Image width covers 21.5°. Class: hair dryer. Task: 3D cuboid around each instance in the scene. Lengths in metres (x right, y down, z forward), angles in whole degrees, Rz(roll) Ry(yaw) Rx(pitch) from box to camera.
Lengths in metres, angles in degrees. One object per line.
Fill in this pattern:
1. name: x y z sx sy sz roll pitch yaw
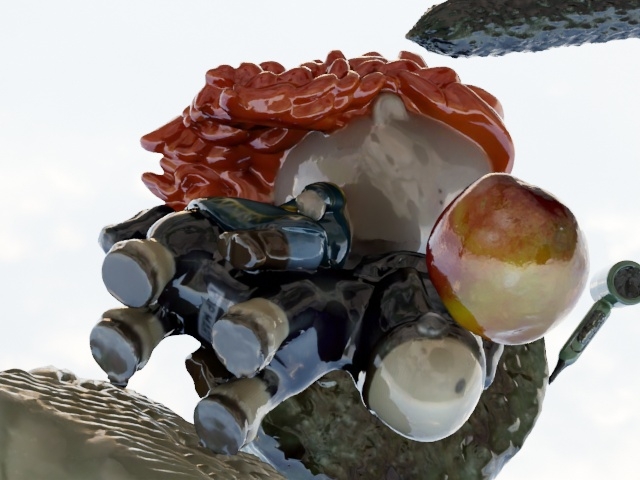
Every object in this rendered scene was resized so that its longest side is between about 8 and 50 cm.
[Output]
1. hair dryer: 0.272 0.087 1.695 0.047 0.150 0.071 36 169 -1

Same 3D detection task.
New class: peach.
1. peach: 0.113 0.010 0.989 0.100 0.101 0.101 9 -149 -5

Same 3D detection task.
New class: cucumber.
1. cucumber: 0.217 -0.217 1.611 0.300 0.072 0.072 -9 -145 -15

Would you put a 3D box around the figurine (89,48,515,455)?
1. figurine: 0.004 0.005 1.219 0.306 0.241 0.412 1 -153 5

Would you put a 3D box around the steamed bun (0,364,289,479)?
1. steamed bun: -0.146 0.240 1.231 0.324 0.219 0.310 29 -178 17

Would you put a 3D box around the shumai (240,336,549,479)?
1. shumai: 0.009 0.124 1.697 0.395 0.348 0.395 11 -114 -26
